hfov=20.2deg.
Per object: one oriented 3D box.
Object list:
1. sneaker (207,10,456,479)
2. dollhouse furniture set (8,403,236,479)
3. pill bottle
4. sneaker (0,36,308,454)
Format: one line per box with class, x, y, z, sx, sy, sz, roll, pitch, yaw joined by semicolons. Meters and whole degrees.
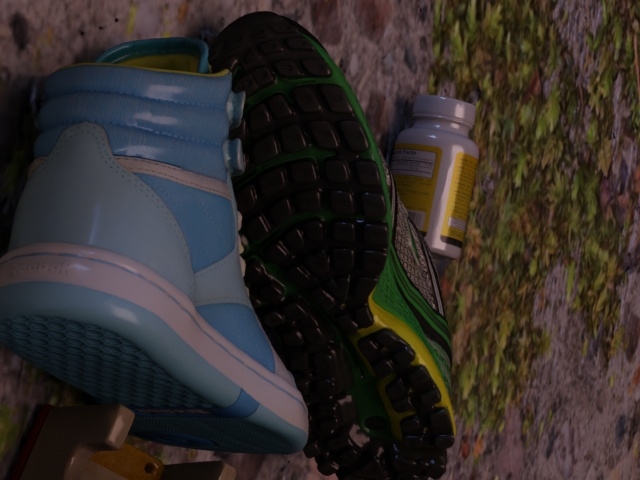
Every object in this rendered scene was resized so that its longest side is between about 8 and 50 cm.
sneaker;0.000;0.000;1.195;0.146;0.134;0.343;-80;155;-56
dollhouse furniture set;-0.076;0.264;1.126;0.374;0.152;0.201;36;66;-36
pill bottle;0.083;-0.047;1.342;0.065;0.065;0.116;18;82;-58
sneaker;-0.075;0.003;1.056;0.319;0.127;0.208;55;39;-63
